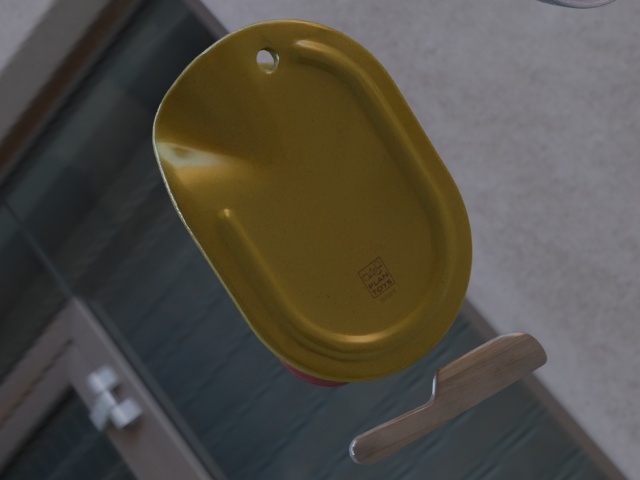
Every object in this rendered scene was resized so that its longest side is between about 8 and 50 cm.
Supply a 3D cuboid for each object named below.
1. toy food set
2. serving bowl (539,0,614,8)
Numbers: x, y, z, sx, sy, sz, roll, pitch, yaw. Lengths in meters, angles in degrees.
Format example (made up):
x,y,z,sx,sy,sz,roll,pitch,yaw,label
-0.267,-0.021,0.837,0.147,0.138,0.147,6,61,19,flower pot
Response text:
x,y,z,sx,sy,sz,roll,pitch,yaw,label
0.000,0.000,0.719,0.128,0.218,0.071,-35,10,-21,toy food set
0.059,-0.102,0.383,0.083,0.027,0.083,-6,-82,-41,serving bowl
